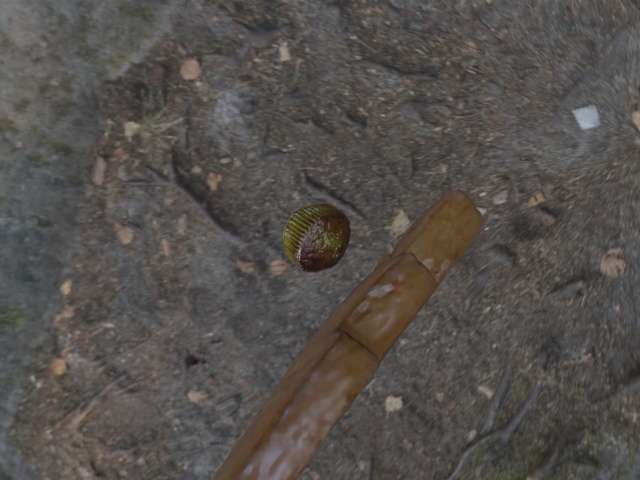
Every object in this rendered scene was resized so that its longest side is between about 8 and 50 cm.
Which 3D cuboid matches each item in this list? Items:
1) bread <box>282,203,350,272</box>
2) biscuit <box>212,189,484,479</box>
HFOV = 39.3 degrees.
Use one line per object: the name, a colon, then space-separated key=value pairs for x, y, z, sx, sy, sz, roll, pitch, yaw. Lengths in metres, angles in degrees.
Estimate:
bread: x=0.000 y=0.000 z=1.040 sx=0.053 sy=0.085 sz=0.085 roll=38 pitch=108 yaw=37
biscuit: x=-0.004 y=0.095 z=0.554 sx=0.043 sy=0.306 sz=0.284 roll=38 pitch=110 yaw=6
